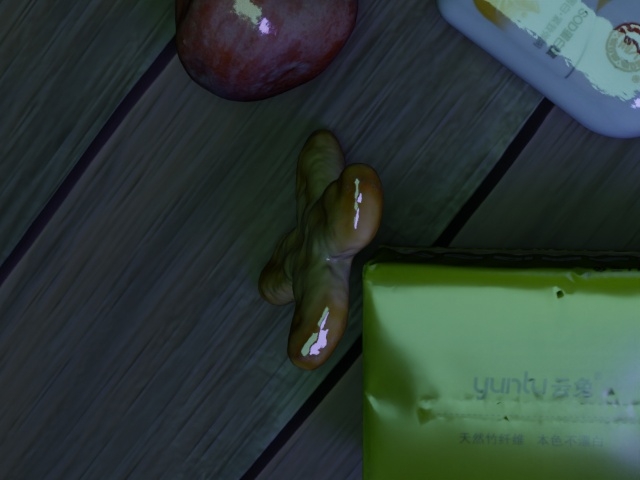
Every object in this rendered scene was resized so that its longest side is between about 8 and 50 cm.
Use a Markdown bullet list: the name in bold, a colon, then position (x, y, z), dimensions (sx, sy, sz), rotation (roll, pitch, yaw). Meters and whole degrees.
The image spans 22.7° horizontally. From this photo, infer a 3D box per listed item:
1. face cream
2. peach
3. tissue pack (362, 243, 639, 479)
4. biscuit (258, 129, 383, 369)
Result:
- **face cream**: position (0.240, -0.160, 1.301), dimensions (0.291, 0.071, 0.144), rotation (39, 96, 1)
- **peach**: position (-0.055, -0.184, 1.316), dimensions (0.152, 0.152, 0.152), rotation (1, 98, 7)
- **tissue pack**: position (0.174, 0.109, 1.298), dimensions (0.275, 0.167, 0.200), rotation (1, 98, 7)
- **biscuit**: position (0.000, 0.001, 1.291), dimensions (0.047, 0.208, 0.164), rotation (13, 101, -13)
